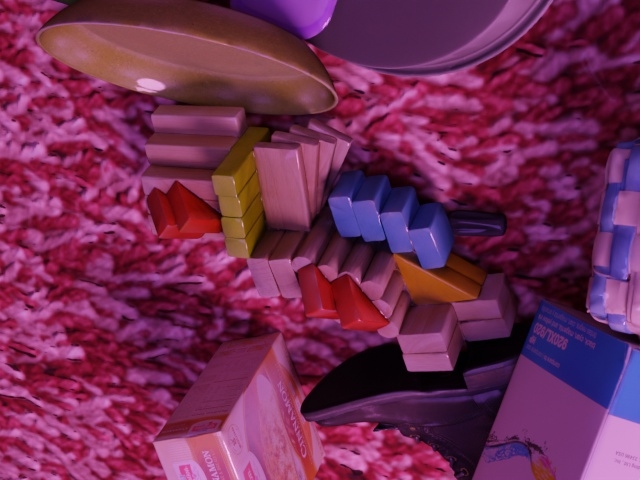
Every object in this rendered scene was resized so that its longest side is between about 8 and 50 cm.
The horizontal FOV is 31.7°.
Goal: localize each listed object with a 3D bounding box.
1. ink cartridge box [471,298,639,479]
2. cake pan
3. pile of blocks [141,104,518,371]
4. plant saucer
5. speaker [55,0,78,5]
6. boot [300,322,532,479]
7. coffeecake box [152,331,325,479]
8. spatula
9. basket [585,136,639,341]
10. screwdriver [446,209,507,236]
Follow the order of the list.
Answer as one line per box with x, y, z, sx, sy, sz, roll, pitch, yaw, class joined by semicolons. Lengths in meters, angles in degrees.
0.236;0.194;0.892;0.171;0.168;0.233;19;94;-15;ink cartridge box
0.050;-0.258;0.852;0.293;0.054;0.293;13;120;23;cake pan
0.000;0.000;0.955;0.362;0.113;0.149;24;130;4;pile of blocks
-0.101;-0.148;0.892;0.241;0.241;0.037;10;84;11;plant saucer
-0.265;-0.273;0.924;0.296;0.131;0.131;18;115;7;speaker
0.131;0.205;1.037;0.263;0.091;0.229;-14;112;24;boot
-0.068;0.191;1.028;0.068;0.185;0.142;-12;108;19;coffeecake box
0.006;-0.285;0.808;0.084;0.030;0.296;27;124;13;spatula
0.350;0.010;0.796;0.289;0.254;0.201;12;90;25;basket
0.082;-0.020;0.999;0.169;0.025;0.024;6;114;22;screwdriver
